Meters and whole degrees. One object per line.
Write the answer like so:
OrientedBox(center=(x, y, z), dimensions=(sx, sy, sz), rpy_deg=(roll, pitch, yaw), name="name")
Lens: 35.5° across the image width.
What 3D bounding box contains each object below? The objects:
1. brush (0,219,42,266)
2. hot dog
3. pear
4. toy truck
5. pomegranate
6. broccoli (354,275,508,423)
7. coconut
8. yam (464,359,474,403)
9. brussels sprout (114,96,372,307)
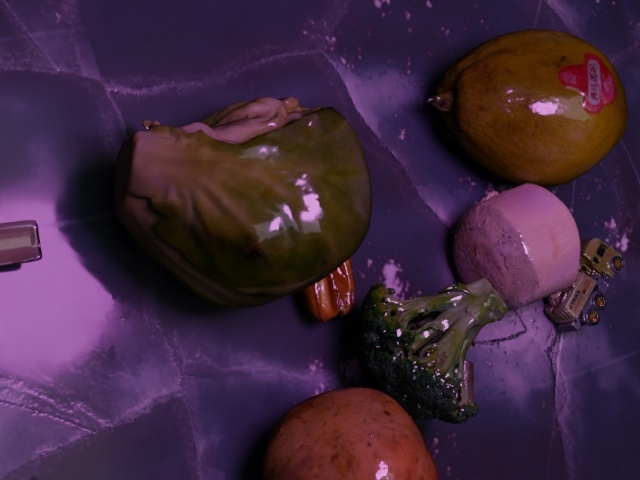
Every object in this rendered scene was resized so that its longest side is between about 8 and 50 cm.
OrientedBox(center=(-0.538, 0.022, 1.328), dimensions=(0.321, 0.050, 0.060), rpy_deg=(-8, 89, -25), name="brush")
OrientedBox(center=(0.000, 0.000, 1.641), dimensions=(0.115, 0.072, 0.269), rpy_deg=(-4, 82, -31), name="hot dog")
OrientedBox(center=(0.361, -0.241, 1.793), dimensions=(0.375, 0.287, 0.287), rpy_deg=(2, 81, -18), name="pear")
OrientedBox(center=(0.495, 0.079, 1.926), dimensions=(0.116, 0.085, 0.191), rpy_deg=(39, 66, -15), name="toy truck")
OrientedBox(center=(0.045, 0.359, 1.495), dimensions=(0.281, 0.281, 0.281), rpy_deg=(6, 79, -31), name="pomegranate")
OrientedBox(center=(0.190, 0.171, 1.624), dimensions=(0.269, 0.269, 0.254), rpy_deg=(-26, 66, -32), name="broccoli")
OrientedBox(center=(0.361, 0.008, 1.786), dimensions=(0.234, 0.224, 0.224), rpy_deg=(-32, 99, -29), name="coconut")
OrientedBox(center=(0.251, 0.248, 1.770), dimensions=(0.043, 0.043, 0.094), rpy_deg=(9, 78, -30), name="yam")
OrientedBox(center=(-0.109, -0.056, 1.454), dimensions=(0.371, 0.276, 0.315), rpy_deg=(-2, 91, -16), name="brussels sprout")
